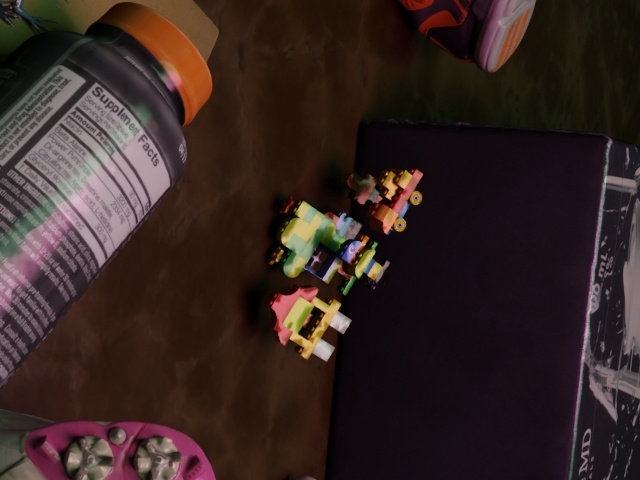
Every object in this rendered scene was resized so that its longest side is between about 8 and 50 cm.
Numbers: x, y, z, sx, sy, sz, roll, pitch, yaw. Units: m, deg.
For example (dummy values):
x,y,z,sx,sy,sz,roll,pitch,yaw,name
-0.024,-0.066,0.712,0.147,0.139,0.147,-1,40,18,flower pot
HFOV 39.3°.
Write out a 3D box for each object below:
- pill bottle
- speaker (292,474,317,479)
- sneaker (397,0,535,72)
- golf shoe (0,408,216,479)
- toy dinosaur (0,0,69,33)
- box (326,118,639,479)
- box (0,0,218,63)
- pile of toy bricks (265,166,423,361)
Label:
x,y,z,sx,sy,sz,roll,pitch,yaw,name
-0.170,-0.037,0.548,0.246,0.130,0.130,-54,138,-26,pill bottle
-0.042,0.301,0.904,0.136,0.055,0.055,-42,130,-44,speaker
0.155,-0.341,0.933,0.124,0.180,0.321,-40,154,-44,sneaker
-0.217,0.141,0.499,0.306,0.140,0.115,15,73,-17,golf shoe
-0.189,-0.165,0.564,0.090,0.047,0.082,47,39,-37,toy dinosaur
0.263,0.116,1.118,0.471,0.297,0.480,0,97,-54,box
-0.163,-0.149,0.658,0.201,0.021,0.165,44,60,-51,box
0.000,0.000,0.885,0.105,0.118,0.212,35,83,-24,pile of toy bricks
